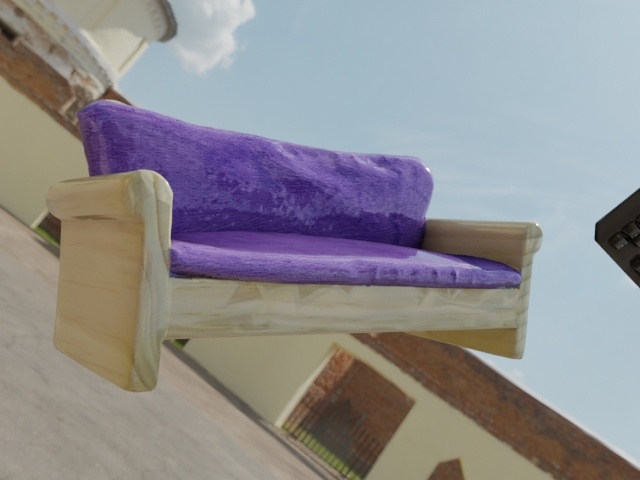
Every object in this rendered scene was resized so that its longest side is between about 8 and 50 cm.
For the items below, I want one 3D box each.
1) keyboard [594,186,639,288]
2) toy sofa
[{"bbox_3d":[0.255,-0.035,0.374,0.108,0.180,0.023,34,22,-35],"label":"keyboard"},{"bbox_3d":[0.000,0.000,0.488,0.362,0.177,0.150,5,1,-37],"label":"toy sofa"}]
